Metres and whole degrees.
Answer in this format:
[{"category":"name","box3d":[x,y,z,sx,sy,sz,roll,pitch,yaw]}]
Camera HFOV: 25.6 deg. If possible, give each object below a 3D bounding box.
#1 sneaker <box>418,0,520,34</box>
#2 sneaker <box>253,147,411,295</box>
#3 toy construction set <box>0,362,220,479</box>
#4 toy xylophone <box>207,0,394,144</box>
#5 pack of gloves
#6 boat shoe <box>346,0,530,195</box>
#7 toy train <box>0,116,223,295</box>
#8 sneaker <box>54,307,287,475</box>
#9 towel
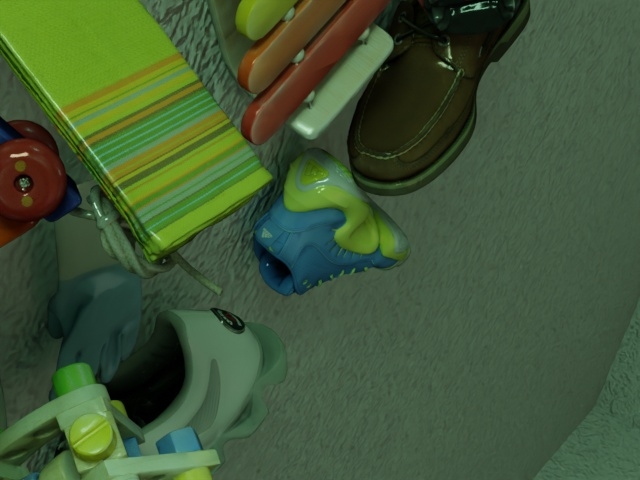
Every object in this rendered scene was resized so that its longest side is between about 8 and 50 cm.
[{"category":"sneaker","box3d":[0.106,-0.298,1.107,0.276,0.097,0.135,76,9,-50]},{"category":"sneaker","box3d":[0.000,0.000,1.328,0.126,0.091,0.240,-46,151,0]},{"category":"toy construction set","box3d":[-0.224,0.137,0.888,0.215,0.151,0.328,-27,144,11]},{"category":"toy xylophone","box3d":[-0.037,-0.185,0.989,0.236,0.081,0.323,-53,157,-12]},{"category":"pack of gloves","box3d":[-0.215,0.048,0.990,0.195,0.046,0.232,-24,142,-33]},{"category":"boat shoe","box3d":[0.098,-0.173,1.262,0.104,0.110,0.307,76,32,-44]},{"category":"toy train","box3d":[-0.187,0.002,0.737,0.143,0.248,0.105,-48,-163,0]},{"category":"sneaker","box3d":[-0.175,0.191,1.174,0.146,0.122,0.330,28,95,-50]},{"category":"towel","box3d":[-0.124,-0.103,0.732,0.021,0.237,0.102,-38,178,41]}]
